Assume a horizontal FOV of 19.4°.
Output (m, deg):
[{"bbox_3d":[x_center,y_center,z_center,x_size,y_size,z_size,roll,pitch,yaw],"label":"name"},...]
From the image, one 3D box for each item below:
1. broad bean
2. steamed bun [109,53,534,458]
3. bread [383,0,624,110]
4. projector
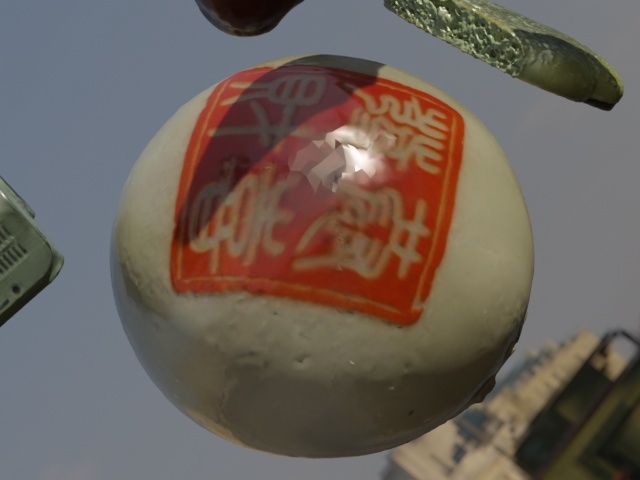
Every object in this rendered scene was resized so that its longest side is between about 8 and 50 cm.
[{"bbox_3d":[-0.059,-0.324,1.948,0.228,0.156,0.122,-64,-5,-5],"label":"broad bean"},{"bbox_3d":[0.000,0.000,1.615,0.374,0.374,0.241,-49,-17,-17],"label":"steamed bun"},{"bbox_3d":[0.200,-0.200,1.907,0.207,0.286,0.056,11,-72,-44],"label":"bread"},{"bbox_3d":[-0.341,0.023,1.627,0.198,0.108,0.250,-41,20,-5],"label":"projector"}]
